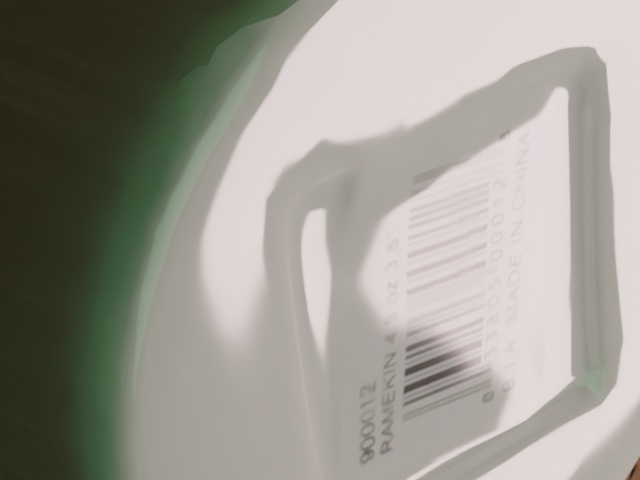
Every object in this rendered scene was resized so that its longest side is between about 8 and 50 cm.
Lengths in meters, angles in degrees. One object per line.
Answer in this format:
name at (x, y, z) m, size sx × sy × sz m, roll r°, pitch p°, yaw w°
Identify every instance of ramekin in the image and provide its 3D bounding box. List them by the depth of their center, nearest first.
ramekin at (0.000, 0.000, 0.460) m, size 0.277 × 0.135 × 0.277 m, roll -19°, pitch 120°, yaw -37°
